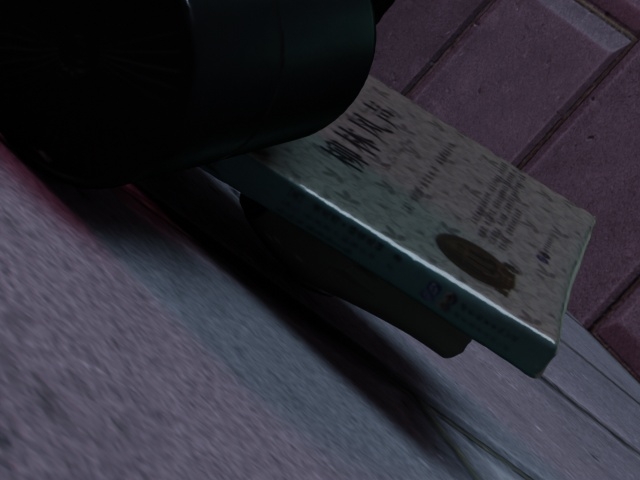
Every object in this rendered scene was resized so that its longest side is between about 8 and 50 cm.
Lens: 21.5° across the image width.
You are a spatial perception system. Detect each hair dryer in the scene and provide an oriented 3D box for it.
[{"bbox_3d":[0.016,0.013,1.059,0.167,0.067,0.199,40,-4,-6],"label":"hair dryer"},{"bbox_3d":[-0.120,-0.142,0.835,0.302,0.116,0.244,31,22,19],"label":"hair dryer"}]

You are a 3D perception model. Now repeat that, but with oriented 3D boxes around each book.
[{"bbox_3d":[-0.015,-0.071,0.974,0.379,0.031,0.264,32,20,2],"label":"book"}]
